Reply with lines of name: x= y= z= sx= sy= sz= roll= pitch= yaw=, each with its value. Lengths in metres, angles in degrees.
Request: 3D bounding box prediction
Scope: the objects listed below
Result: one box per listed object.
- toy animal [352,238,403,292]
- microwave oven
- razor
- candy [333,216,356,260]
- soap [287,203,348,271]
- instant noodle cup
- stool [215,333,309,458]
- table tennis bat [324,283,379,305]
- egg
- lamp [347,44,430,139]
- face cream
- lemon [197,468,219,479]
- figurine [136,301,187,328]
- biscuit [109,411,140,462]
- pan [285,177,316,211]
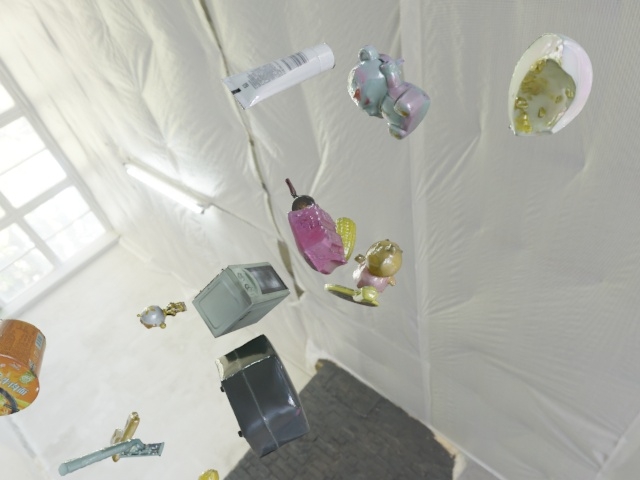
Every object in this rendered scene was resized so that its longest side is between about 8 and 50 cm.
toy animal: x=0.227 y=0.098 z=1.825 sx=0.195 sy=0.169 sz=0.281 roll=35 pitch=-47 yaw=6
microwave oven: x=-0.202 y=0.141 z=1.199 sx=0.129 sy=0.163 sz=0.205 roll=54 pitch=18 yaw=13
razor: x=-0.344 y=0.347 z=0.759 sx=0.084 sy=0.036 sz=0.211 roll=-9 pitch=-19 yaw=9
candy: x=0.101 y=0.004 z=1.981 sx=0.106 sy=0.199 sz=0.094 roll=-10 pitch=-35 yaw=19
soap: x=0.000 y=0.000 z=1.653 sx=0.325 sy=0.127 sz=0.221 roll=26 pitch=44 yaw=-74
instant noodle cup: x=-0.889 y=0.342 z=1.305 sx=0.182 sy=0.230 sz=0.230 roll=-114 pitch=179 yaw=-57
stool: x=-0.128 y=0.333 z=1.011 sx=0.232 sy=0.141 sz=0.232 roll=60 pitch=-13 yaw=24
table tennis bat: x=0.135 y=0.209 z=1.757 sx=0.224 sy=0.054 sz=0.368 roll=22 pitch=-13 yaw=-9
egg: x=0.621 y=-0.413 z=1.232 sx=0.161 sy=0.207 sz=0.271 roll=5 pitch=-41 yaw=-6
lamp: x=0.246 y=-0.533 z=1.639 sx=0.301 sy=0.247 sz=0.247 roll=42 pitch=-20 yaw=17
face cream: x=-0.078 y=-0.348 z=0.975 sx=0.092 sy=0.243 sz=0.058 roll=52 pitch=-24 yaw=19
lemon: x=-0.328 y=0.706 z=1.370 sx=0.065 sy=0.065 sz=0.092 roll=38 pitch=-60 yaw=15
figurine: x=-0.495 y=0.232 z=1.469 sx=0.101 sy=0.143 sz=0.068 roll=-98 pitch=-173 yaw=-55
biscuit: x=-0.760 y=0.742 z=1.811 sx=0.038 sy=0.184 sz=0.174 roll=31 pitch=-7 yaw=-24
pan: x=-0.092 y=-0.167 z=1.876 sx=0.114 sy=0.040 sz=0.212 roll=-39 pitch=-107 yaw=27
